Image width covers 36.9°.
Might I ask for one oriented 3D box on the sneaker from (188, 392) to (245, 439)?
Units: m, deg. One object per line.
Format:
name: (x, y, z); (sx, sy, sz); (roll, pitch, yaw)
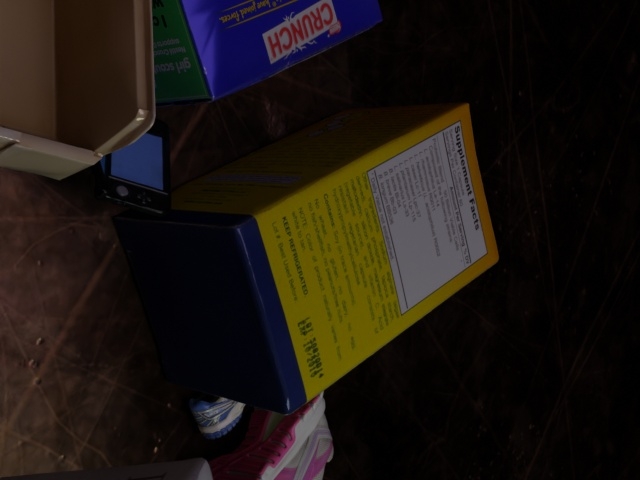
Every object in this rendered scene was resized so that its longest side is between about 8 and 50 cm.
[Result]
sneaker: (-0.091, 0.149, 1.041); (0.135, 0.052, 0.058); (-51, 122, -30)

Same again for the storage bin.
storage bin: (-0.264, -0.202, 0.706); (0.262, 0.123, 0.260); (13, 67, -49)

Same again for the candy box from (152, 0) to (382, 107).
candy box: (-0.096, -0.324, 0.948); (0.268, 0.122, 0.317); (-33, 115, -40)

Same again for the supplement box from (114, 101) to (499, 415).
supplement box: (0.000, 0.000, 1.019); (0.356, 0.195, 0.194); (-30, 114, -39)

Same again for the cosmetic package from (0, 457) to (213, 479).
cosmetic package: (-0.259, 0.360, 0.571); (0.329, 0.393, 0.328); (-65, 148, -76)

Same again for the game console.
game console: (-0.175, -0.098, 0.880); (0.107, 0.071, 0.122); (17, 46, -28)

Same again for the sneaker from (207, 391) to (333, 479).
sneaker: (-0.059, 0.272, 1.045); (0.252, 0.103, 0.111); (-45, 121, -32)
